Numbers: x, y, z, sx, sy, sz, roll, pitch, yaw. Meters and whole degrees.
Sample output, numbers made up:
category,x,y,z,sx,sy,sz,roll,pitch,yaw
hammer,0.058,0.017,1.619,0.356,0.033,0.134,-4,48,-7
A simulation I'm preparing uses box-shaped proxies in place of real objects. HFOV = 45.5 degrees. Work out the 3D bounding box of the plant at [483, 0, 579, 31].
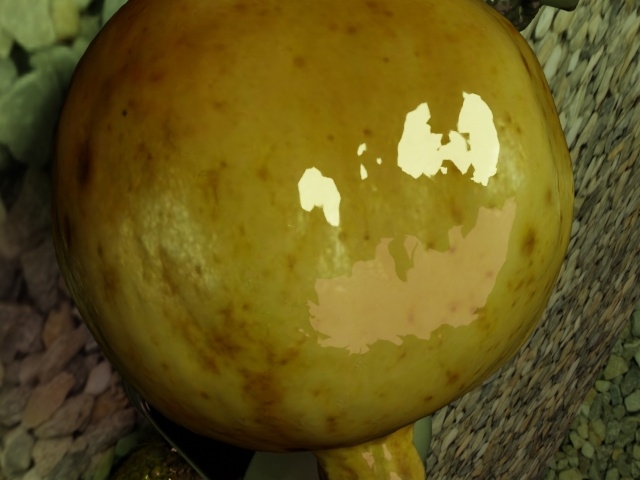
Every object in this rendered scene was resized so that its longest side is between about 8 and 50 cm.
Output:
category,x,y,z,sx,sy,sz,roll,pitch,yaw
plant,0.148,-0.247,0.751,0.203,0.143,0.131,-19,165,-14

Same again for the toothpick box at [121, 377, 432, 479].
category,x,y,z,sx,sy,sz,roll,pitch,yaw
toothpick box,-0.023,0.175,0.763,0.229,0.316,0.229,-33,142,-30

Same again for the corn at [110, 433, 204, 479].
category,x,y,z,sx,sy,sz,roll,pitch,yaw
corn,-0.233,0.349,0.839,0.318,0.115,0.115,-51,147,-1

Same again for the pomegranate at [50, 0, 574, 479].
category,x,y,z,sx,sy,sz,roll,pitch,yaw
pomegranate,0.000,0.000,0.557,0.410,0.410,0.410,-31,140,-31
